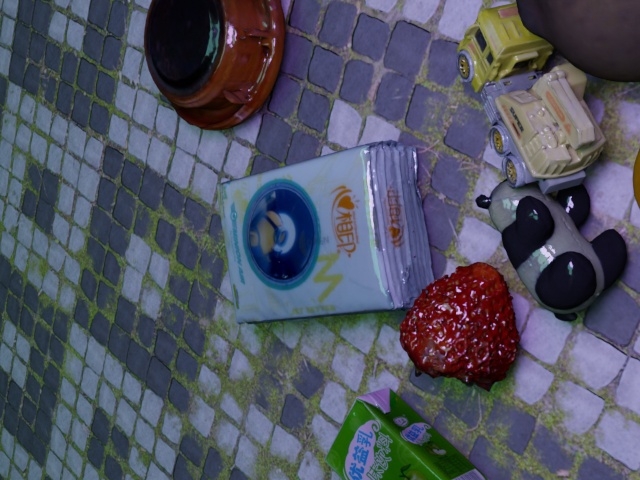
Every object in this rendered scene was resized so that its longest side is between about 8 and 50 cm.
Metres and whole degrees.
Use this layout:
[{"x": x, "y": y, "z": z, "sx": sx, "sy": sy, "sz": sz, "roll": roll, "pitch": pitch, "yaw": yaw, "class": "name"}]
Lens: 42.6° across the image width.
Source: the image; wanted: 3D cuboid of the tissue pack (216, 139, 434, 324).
[{"x": 0.000, "y": 0.000, "z": 1.470, "sx": 0.388, "sy": 0.162, "sz": 0.287, "roll": -11, "pitch": 87, "yaw": 43, "class": "tissue pack"}]

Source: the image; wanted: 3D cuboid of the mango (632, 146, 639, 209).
[{"x": 0.473, "y": -0.097, "z": 1.107, "sx": 0.101, "sy": 0.066, "sz": 0.187, "roll": -1, "pitch": 86, "yaw": 41, "class": "mango"}]

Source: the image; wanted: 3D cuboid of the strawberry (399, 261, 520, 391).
[{"x": 0.228, "y": 0.130, "z": 1.274, "sx": 0.187, "sy": 0.184, "sz": 0.201, "roll": 26, "pitch": 103, "yaw": 5, "class": "strawberry"}]

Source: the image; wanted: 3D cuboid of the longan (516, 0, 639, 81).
[{"x": 0.376, "y": -0.376, "z": 0.998, "sx": 0.361, "sy": 0.361, "sz": 0.361, "roll": 6, "pitch": 98, "yaw": 41, "class": "longan"}]

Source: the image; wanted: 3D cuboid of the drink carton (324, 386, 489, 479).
[{"x": 0.149, "y": 0.403, "z": 1.418, "sx": 0.271, "sy": 0.108, "sz": 0.161, "roll": 40, "pitch": 117, "yaw": 32, "class": "drink carton"}]

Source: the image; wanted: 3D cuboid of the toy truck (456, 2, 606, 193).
[{"x": 0.298, "y": -0.209, "z": 1.147, "sx": 0.157, "sy": 0.124, "sz": 0.272, "roll": 107, "pitch": 146, "yaw": -66, "class": "toy truck"}]

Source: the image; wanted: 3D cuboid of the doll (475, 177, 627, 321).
[{"x": 0.330, "y": -0.001, "z": 1.192, "sx": 0.135, "sy": 0.143, "sz": 0.234, "roll": -46, "pitch": 68, "yaw": 47, "class": "doll"}]

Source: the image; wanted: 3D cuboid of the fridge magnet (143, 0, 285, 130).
[{"x": -0.217, "y": -0.400, "z": 1.622, "sx": 0.363, "sy": 0.155, "sz": 0.364, "roll": 4, "pitch": 96, "yaw": 41, "class": "fridge magnet"}]
